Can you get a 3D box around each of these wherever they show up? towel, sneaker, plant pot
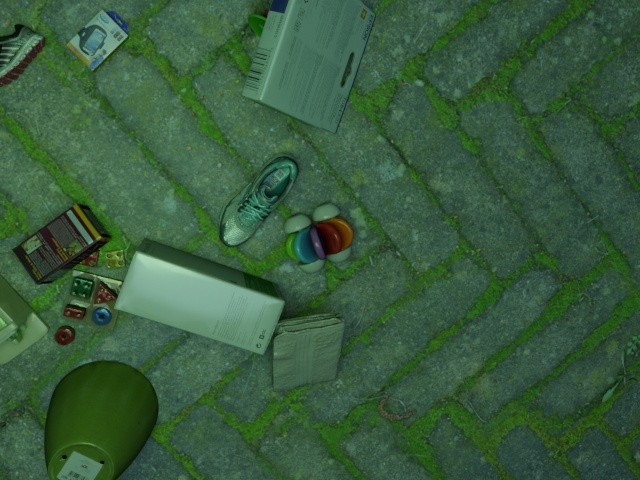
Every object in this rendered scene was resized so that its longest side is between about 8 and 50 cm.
[{"bbox_3d":[-0.035,0.296,1.528,0.187,0.049,0.282,-8,135,-12],"label":"towel"},{"bbox_3d":[-0.159,-0.101,1.457,0.110,0.122,0.283,36,93,-14],"label":"sneaker"},{"bbox_3d":[-0.543,0.474,1.410,0.275,0.293,0.274,-2,102,-10],"label":"plant pot"},{"bbox_3d":[-0.706,-0.420,1.327,0.075,0.063,0.170,45,92,-8],"label":"sneaker"}]

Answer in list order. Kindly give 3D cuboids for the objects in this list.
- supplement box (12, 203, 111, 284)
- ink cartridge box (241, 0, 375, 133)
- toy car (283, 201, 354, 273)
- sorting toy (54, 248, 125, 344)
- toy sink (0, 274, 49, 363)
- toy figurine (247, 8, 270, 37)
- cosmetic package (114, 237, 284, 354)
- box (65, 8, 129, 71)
[{"bbox_3d":[-0.616,0.010,1.405,0.188,0.081,0.104,-36,89,-2],"label":"supplement box"},{"bbox_3d":[-0.017,-0.443,1.375,0.071,0.330,0.324,23,97,29],"label":"ink cartridge box"},{"bbox_3d":[0.000,0.000,1.498,0.182,0.136,0.159,-21,104,-6],"label":"toy car"},{"bbox_3d":[-0.569,0.146,1.469,0.132,0.046,0.274,16,97,-13],"label":"sorting toy"},{"bbox_3d":[-0.796,0.192,1.392,0.153,0.131,0.234,-36,105,-1],"label":"toy sink"},{"bbox_3d":[-0.062,-0.540,1.406,0.173,0.130,0.159,37,83,-36],"label":"toy figurine"},{"bbox_3d":[-0.292,0.136,1.443,0.366,0.197,0.155,21,96,-15],"label":"cosmetic package"},{"bbox_3d":[-0.514,-0.471,1.369,0.136,0.028,0.081,-44,105,2],"label":"box"}]
